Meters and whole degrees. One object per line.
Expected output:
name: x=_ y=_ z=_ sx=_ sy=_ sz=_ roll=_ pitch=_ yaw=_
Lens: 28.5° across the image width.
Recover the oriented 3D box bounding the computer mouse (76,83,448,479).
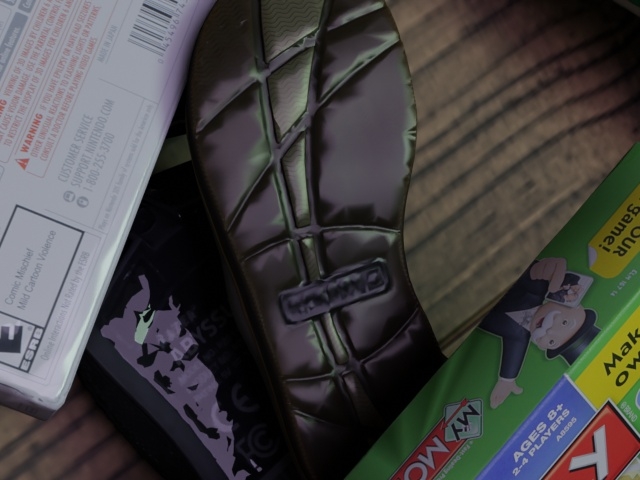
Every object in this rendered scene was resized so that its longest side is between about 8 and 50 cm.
computer mouse: x=-0.029 y=0.042 z=0.536 sx=0.188 sy=0.072 sz=0.272 roll=-37 pitch=90 yaw=-25

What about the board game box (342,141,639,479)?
board game box: x=0.069 y=0.145 z=0.485 sx=0.317 sy=0.046 sz=0.213 roll=-48 pitch=135 yaw=-4

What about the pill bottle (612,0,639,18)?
pill bottle: x=0.322 y=-0.133 z=0.626 sx=0.361 sy=0.204 sz=0.204 roll=29 pitch=71 yaw=-9

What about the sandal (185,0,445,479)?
sandal: x=0.000 y=0.000 z=0.491 sx=0.090 sy=0.060 sz=0.219 roll=-17 pitch=97 yaw=-17

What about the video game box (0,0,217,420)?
video game box: x=-0.148 y=-0.061 z=0.457 sx=0.187 sy=0.048 sz=0.205 roll=23 pitch=69 yaw=-13
